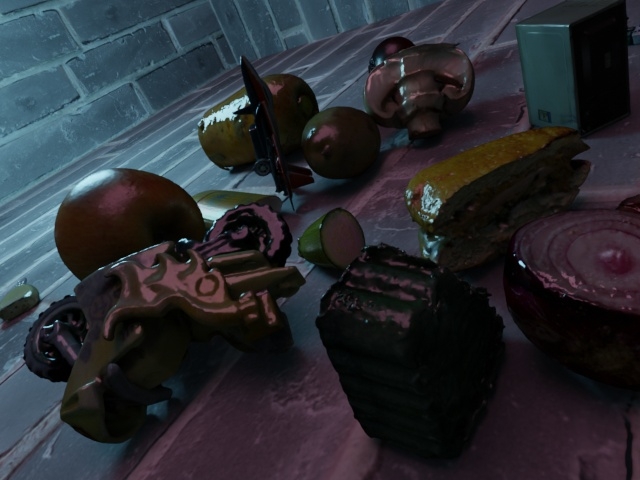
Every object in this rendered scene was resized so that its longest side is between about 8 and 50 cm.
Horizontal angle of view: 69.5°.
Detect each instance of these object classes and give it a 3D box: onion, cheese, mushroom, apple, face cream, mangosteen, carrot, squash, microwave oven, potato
[{"bbox_3d":[0.293,0.038,0.451,0.195,0.139,0.218,6,40,36],"label":"onion"},{"bbox_3d":[-0.761,0.134,1.167,0.097,0.037,0.192,-32,31,-17],"label":"cheese"},{"bbox_3d":[0.237,-0.331,1.090,0.254,0.194,0.189,-13,-3,19],"label":"mushroom"},{"bbox_3d":[-0.362,-0.017,0.910,0.265,0.264,0.264,-18,29,11],"label":"apple"},{"bbox_3d":[-0.224,-0.069,1.078,0.285,0.067,0.139,11,41,46],"label":"face cream"},{"bbox_3d":[0.247,-0.532,1.416,0.200,0.199,0.199,-18,29,11],"label":"mangosteen"},{"bbox_3d":[-0.177,-0.345,1.343,0.341,0.224,0.224,-8,33,33],"label":"carrot"},{"bbox_3d":[-0.005,0.007,0.784,0.132,0.105,0.105,-14,28,46],"label":"squash"},{"bbox_3d":[0.465,-0.316,0.839,0.129,0.204,0.163,-27,30,-4],"label":"microwave oven"},{"bbox_3d":[0.041,-0.215,1.027,0.175,0.158,0.251,-14,18,19],"label":"potato"}]

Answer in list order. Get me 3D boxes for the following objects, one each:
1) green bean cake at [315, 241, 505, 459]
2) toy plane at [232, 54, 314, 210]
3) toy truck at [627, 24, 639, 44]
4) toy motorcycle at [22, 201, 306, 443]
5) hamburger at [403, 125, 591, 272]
[{"bbox_3d":[0.104,0.082,0.450,0.107,0.208,0.193,10,45,41],"label":"green bean cake"},{"bbox_3d":[-0.117,-0.227,0.993,0.105,0.326,0.222,-24,28,6],"label":"toy plane"},{"bbox_3d":[0.733,-0.486,1.098,0.083,0.039,0.044,16,64,51],"label":"toy truck"},{"bbox_3d":[-0.208,0.109,0.629,0.411,0.168,0.236,-29,61,0],"label":"toy motorcycle"},{"bbox_3d":[0.240,-0.065,0.661,0.283,0.143,0.157,-27,22,-14],"label":"hamburger"}]
